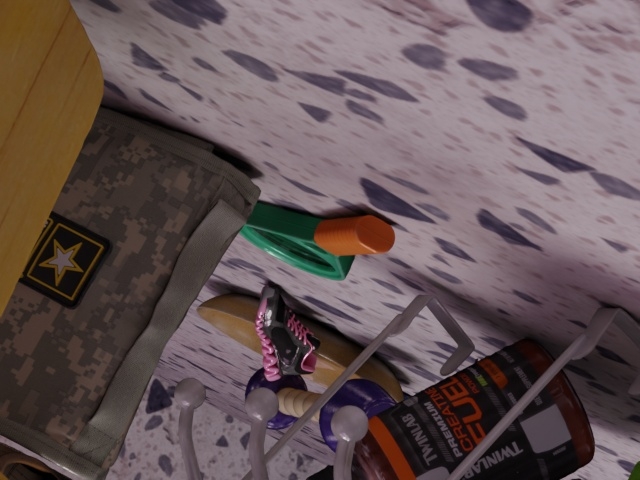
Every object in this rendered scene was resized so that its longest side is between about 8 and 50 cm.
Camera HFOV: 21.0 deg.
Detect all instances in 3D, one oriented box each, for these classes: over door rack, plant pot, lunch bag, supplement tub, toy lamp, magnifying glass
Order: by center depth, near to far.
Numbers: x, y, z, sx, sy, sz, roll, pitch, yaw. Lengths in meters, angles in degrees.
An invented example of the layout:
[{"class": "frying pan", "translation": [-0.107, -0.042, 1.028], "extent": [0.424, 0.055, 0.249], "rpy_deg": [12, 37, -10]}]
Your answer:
[{"class": "over door rack", "translation": [0.016, 0.117, 1.090], "extent": [0.239, 0.324, 0.108], "rpy_deg": [1, 121, 61]}, {"class": "magnifying glass", "translation": [0.000, 0.000, 1.222], "extent": [0.092, 0.026, 0.231], "rpy_deg": [29, 168, -15]}, {"class": "lunch bag", "translation": [-0.189, 0.027, 1.225], "extent": [0.169, 0.235, 0.287], "rpy_deg": [38, 165, -35]}, {"class": "supplement tub", "translation": [0.091, 0.158, 1.251], "extent": [0.106, 0.198, 0.106], "rpy_deg": [60, 172, 15]}, {"class": "toy lamp", "translation": [0.006, 0.167, 1.698], "extent": [0.080, 0.080, 0.275], "rpy_deg": [30, 171, -19]}, {"class": "plant pot", "translation": [-0.015, 0.110, 1.768], "extent": [0.236, 0.032, 0.236], "rpy_deg": [26, 169, 6]}]

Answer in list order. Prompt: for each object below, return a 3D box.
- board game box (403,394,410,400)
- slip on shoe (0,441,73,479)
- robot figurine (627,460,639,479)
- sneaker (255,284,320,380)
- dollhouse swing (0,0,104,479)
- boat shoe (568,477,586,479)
[{"class": "board game box", "translation": [0.117, 0.230, 1.949], "extent": [0.194, 0.060, 0.194], "rpy_deg": [28, 170, -8]}, {"class": "slip on shoe", "translation": [-0.181, 0.167, 1.120], "extent": [0.041, 0.051, 0.135], "rpy_deg": [4, 150, 35]}, {"class": "robot figurine", "translation": [0.307, 0.220, 1.425], "extent": [0.115, 0.067, 0.101], "rpy_deg": [17, 157, 42]}, {"class": "sneaker", "translation": [-0.029, 0.086, 1.613], "extent": [0.057, 0.047, 0.119], "rpy_deg": [3, 139, 12]}, {"class": "dollhouse swing", "translation": [-0.245, -0.025, 0.933], "extent": [0.347, 0.315, 0.305], "rpy_deg": [18, 170, 38]}, {"class": "boat shoe", "translation": [0.148, 0.265, 1.208], "extent": [0.156, 0.187, 0.500], "rpy_deg": [60, -178, 10]}]
